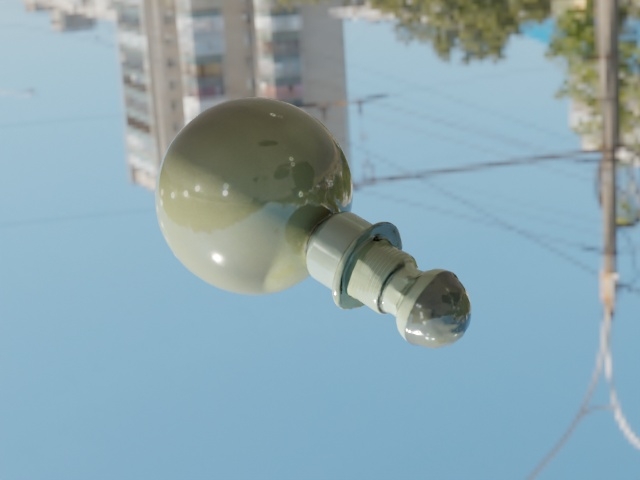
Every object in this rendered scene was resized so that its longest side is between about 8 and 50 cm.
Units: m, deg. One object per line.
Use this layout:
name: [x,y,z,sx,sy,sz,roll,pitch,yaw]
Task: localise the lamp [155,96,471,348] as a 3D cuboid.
lamp: [0.000,0.000,0.660,0.163,0.091,0.091,34,-146,31]
